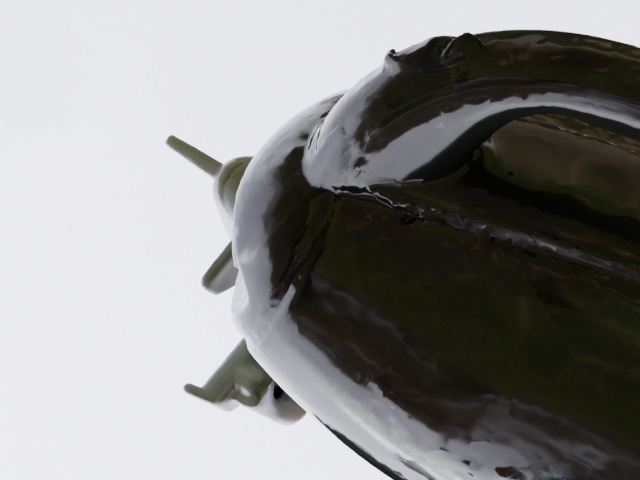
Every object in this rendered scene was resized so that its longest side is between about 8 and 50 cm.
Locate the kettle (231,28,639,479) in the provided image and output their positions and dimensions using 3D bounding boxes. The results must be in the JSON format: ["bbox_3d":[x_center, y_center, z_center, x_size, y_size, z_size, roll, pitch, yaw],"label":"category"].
[{"bbox_3d":[0.121,0.020,0.946,0.324,0.321,0.228,23,-123,-10],"label":"kettle"}]

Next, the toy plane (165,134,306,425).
[{"bbox_3d":[0.004,0.003,1.300,0.122,0.267,0.267,35,-151,34],"label":"toy plane"}]
